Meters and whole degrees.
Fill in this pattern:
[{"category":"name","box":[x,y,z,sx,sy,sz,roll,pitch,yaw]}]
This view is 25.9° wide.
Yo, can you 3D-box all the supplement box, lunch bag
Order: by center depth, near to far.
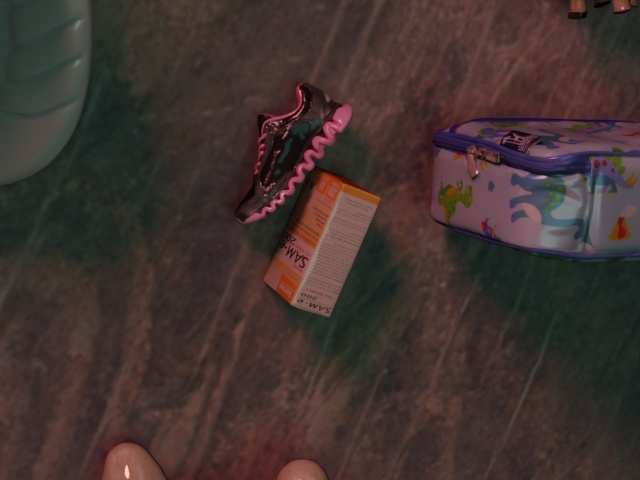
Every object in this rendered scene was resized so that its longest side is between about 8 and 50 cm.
[{"category":"supplement box","box":[0.000,0.000,1.043,0.036,0.062,0.098,20,97,-27]},{"category":"lunch bag","box":[0.201,-0.043,1.053,0.219,0.176,0.090,-2,102,-24]}]

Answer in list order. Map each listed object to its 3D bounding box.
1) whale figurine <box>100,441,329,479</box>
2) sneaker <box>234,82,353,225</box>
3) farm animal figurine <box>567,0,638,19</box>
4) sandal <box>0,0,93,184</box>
[{"category":"whale figurine","box":[-0.062,0.257,1.078,0.272,0.141,0.216,30,93,-3]},{"category":"sneaker","box":[-0.031,-0.066,1.027,0.057,0.047,0.119,39,87,-8]},{"category":"farm animal figurine","box":[0.354,-0.262,0.969,0.330,0.327,0.172,-16,106,-20]},{"category":"sandal","box":[-0.222,-0.234,0.847,0.169,0.102,0.416,0,117,17]}]
